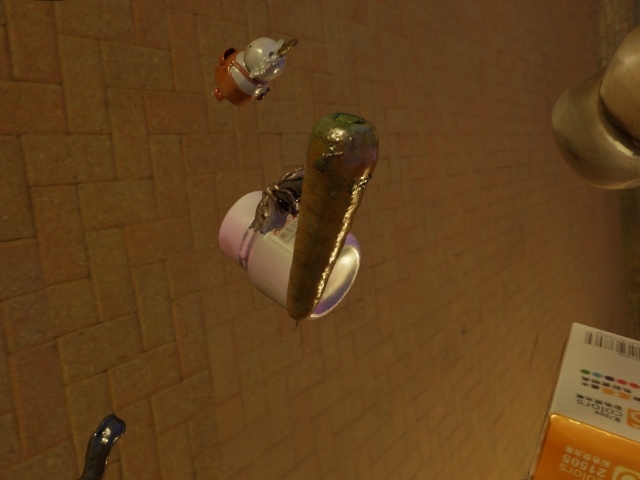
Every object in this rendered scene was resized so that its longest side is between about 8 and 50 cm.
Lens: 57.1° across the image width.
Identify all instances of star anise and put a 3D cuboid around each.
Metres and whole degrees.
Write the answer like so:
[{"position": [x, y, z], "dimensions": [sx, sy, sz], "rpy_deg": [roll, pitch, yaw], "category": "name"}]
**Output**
[{"position": [-0.056, -0.045, 0.781], "dimensions": [0.056, 0.124, 0.129], "rpy_deg": [44, 36, -11], "category": "star anise"}]

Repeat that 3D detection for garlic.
[{"position": [0.392, -0.185, 0.690], "dimensions": [0.132, 0.279, 0.325], "rpy_deg": [38, 58, 1], "category": "garlic"}]

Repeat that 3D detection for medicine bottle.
[{"position": [-0.079, 0.028, 1.453], "dimensions": [0.241, 0.302, 0.241], "rpy_deg": [-37, 144, -33], "category": "medicine bottle"}]

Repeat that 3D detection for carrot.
[{"position": [0.000, 0.000, 0.667], "dimensions": [0.078, 0.078, 0.298], "rpy_deg": [-38, 149, -52], "category": "carrot"}]

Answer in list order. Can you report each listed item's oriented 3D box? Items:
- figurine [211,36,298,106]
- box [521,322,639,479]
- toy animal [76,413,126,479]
[{"position": [-0.156, -0.409, 1.423], "dimensions": [0.143, 0.271, 0.143], "rpy_deg": [21, 65, -58], "category": "figurine"}, {"position": [0.351, 0.189, 0.546], "dimensions": [0.221, 0.274, 0.091], "rpy_deg": [-27, 128, -57], "category": "box"}, {"position": [-0.204, 0.234, 0.418], "dimensions": [0.084, 0.148, 0.233], "rpy_deg": [44, 22, 1], "category": "toy animal"}]
